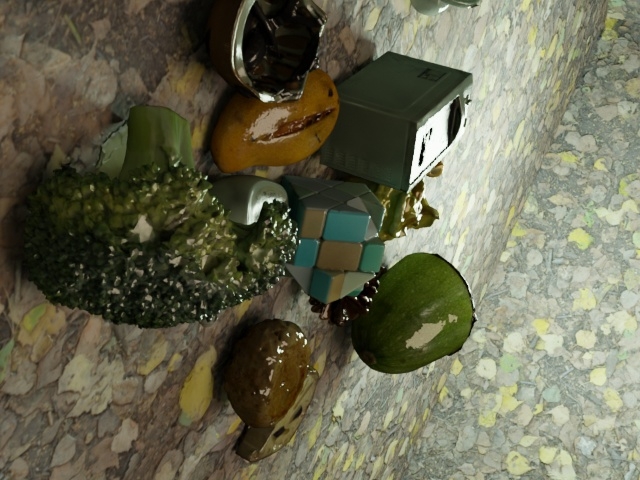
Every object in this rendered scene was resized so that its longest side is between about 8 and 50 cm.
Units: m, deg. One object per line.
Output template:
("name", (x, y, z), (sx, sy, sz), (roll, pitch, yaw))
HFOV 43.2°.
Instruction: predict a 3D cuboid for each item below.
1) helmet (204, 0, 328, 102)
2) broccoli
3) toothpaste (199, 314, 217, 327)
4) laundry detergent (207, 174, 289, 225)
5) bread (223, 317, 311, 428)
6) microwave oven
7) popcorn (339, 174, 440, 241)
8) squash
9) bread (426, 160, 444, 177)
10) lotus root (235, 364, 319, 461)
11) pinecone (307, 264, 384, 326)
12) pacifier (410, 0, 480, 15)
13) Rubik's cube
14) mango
("helmet", (-0.100, -0.313, 1.238), (0.224, 0.130, 0.199), (17, 89, -55))
("broccoli", (-0.192, -0.023, 1.065), (0.375, 0.249, 0.302), (3, 98, -23))
("toothpaste", (-0.219, 0.038, 1.368), (0.075, 0.048, 0.301), (-46, 144, -34))
("laundry detergent", (-0.144, -0.001, 1.355), (0.280, 0.105, 0.215), (-27, 125, -72))
("bread", (-0.113, 0.267, 1.670), (0.230, 0.122, 0.230), (-42, 139, -50))
("microwave oven", (0.160, -0.248, 1.693), (0.295, 0.237, 0.181), (-44, 146, -47))
("popcorn", (0.152, -0.090, 1.806), (0.181, 0.217, 0.235), (-45, 174, 23))
("squash", (0.199, 0.208, 2.149), (0.308, 0.310, 0.311), (-16, 125, -39))
("bread", (0.303, -0.210, 2.257), (0.062, 0.103, 0.049), (-13, 119, -10))
("lotus root", (-0.091, 0.402, 1.882), (0.261, 0.074, 0.170), (-61, 157, -16))
("pinecone", (0.044, 0.093, 1.805), (0.185, 0.168, 0.213), (43, 56, -49))
("pacifier", (0.273, -0.596, 1.732), (0.343, 0.288, 0.269), (-22, 169, -34))
("Rubik's cube", (0.000, 0.000, 1.581), (0.265, 0.224, 0.213), (-119, -143, -61))
("mango", (-0.067, -0.209, 1.395), (0.295, 0.120, 0.177), (-39, 140, -48))
